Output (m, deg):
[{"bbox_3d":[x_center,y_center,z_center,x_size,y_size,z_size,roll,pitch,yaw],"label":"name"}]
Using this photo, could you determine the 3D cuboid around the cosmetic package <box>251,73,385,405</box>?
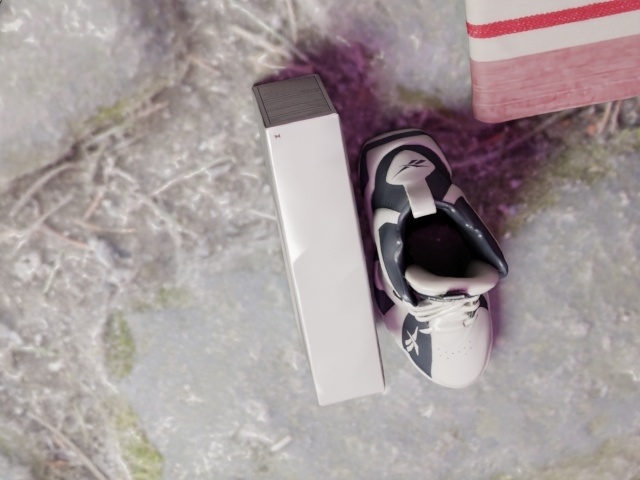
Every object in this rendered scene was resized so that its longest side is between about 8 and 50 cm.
[{"bbox_3d":[0.000,0.000,1.142,0.060,0.099,0.239,-11,116,-2],"label":"cosmetic package"}]

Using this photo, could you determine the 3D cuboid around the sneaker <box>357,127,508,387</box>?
[{"bbox_3d":[0.095,0.041,1.143,0.094,0.153,0.235,-11,116,-2],"label":"sneaker"}]

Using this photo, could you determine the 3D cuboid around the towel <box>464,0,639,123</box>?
[{"bbox_3d":[0.213,-0.243,1.052,0.237,0.037,0.329,-11,130,-1],"label":"towel"}]
